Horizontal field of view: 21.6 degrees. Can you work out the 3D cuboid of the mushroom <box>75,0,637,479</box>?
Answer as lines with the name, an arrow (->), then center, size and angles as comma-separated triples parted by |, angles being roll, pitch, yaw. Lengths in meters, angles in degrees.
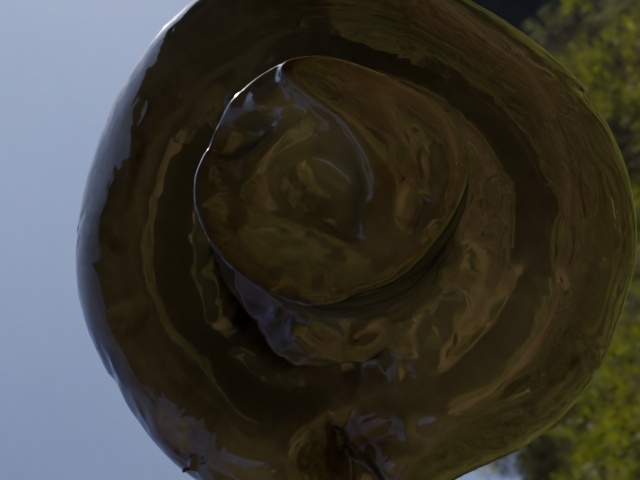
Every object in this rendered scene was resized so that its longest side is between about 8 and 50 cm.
mushroom -> 0.000, 0.000, 0.813 | 0.292, 0.292, 0.290 | 57, -170, 7
